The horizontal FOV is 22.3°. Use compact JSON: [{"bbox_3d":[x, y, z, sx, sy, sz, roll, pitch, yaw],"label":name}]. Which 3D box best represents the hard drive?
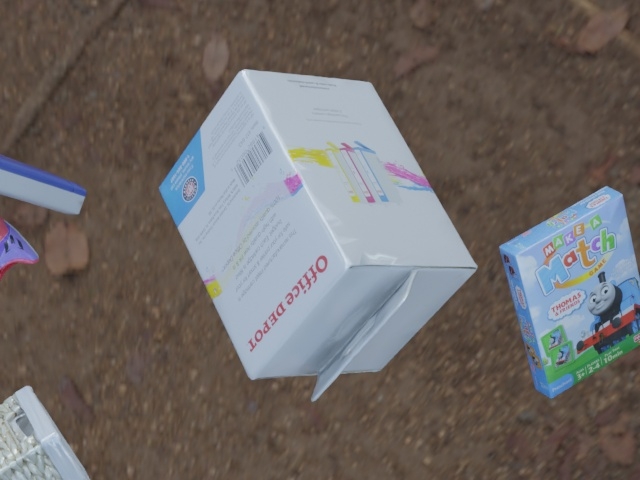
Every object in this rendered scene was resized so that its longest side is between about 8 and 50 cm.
[{"bbox_3d":[-0.424,-0.099,1.784,0.210,0.318,0.040,20,90,22],"label":"hard drive"}]

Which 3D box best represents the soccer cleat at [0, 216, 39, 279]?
[{"bbox_3d":[-0.447,0.109,1.842,0.116,0.108,0.318,33,87,-5],"label":"soccer cleat"}]

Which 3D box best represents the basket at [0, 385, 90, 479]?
[{"bbox_3d":[-0.295,0.257,1.685,0.103,0.167,0.113,-33,34,-10],"label":"basket"}]

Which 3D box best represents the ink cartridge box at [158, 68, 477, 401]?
[{"bbox_3d":[0.000,0.000,0.806,0.090,0.092,0.143,0,51,-42],"label":"ink cartridge box"}]

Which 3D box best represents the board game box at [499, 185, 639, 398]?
[{"bbox_3d":[0.307,0.063,1.934,0.160,0.212,0.039,-29,31,-17],"label":"board game box"}]
